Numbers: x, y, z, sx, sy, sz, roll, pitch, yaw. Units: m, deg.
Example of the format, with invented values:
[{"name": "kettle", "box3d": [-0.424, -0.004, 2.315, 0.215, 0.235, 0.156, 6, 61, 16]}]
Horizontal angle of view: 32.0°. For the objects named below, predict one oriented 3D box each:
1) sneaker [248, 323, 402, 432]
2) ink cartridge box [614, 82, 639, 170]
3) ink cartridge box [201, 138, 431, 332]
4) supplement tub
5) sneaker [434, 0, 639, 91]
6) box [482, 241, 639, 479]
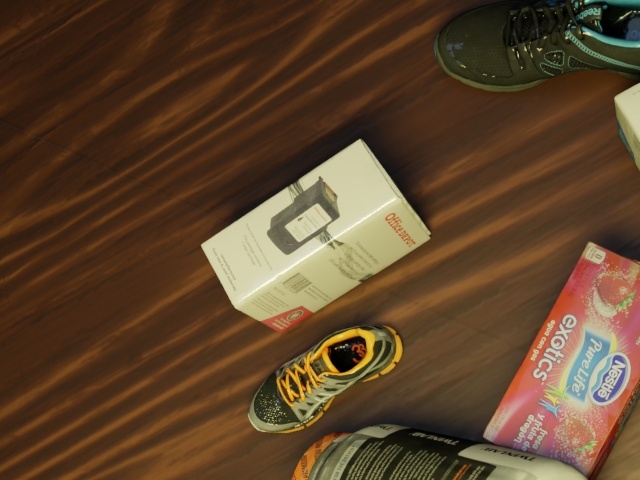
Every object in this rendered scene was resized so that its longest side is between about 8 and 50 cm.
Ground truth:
[{"name": "sneaker", "box3d": [-0.004, 0.165, 1.386, 0.215, 0.083, 0.084, -35, 69, 7]}, {"name": "ink cartridge box", "box3d": [0.429, -0.068, 1.283, 0.078, 0.134, 0.231, -28, 69, 8]}, {"name": "ink cartridge box", "box3d": [0.000, 0.000, 1.382, 0.237, 0.172, 0.100, -33, 68, 7]}, {"name": "supplement tub", "box3d": [0.124, 0.306, 1.201, 0.316, 0.194, 0.193, 4, 75, 45]}, {"name": "sneaker", "box3d": [0.303, -0.264, 1.377, 0.341, 0.140, 0.125, 0, 77, 19]}, {"name": "box", "box3d": [0.304, 0.148, 1.265, 0.123, 0.128, 0.256, 28, 84, 22]}]
